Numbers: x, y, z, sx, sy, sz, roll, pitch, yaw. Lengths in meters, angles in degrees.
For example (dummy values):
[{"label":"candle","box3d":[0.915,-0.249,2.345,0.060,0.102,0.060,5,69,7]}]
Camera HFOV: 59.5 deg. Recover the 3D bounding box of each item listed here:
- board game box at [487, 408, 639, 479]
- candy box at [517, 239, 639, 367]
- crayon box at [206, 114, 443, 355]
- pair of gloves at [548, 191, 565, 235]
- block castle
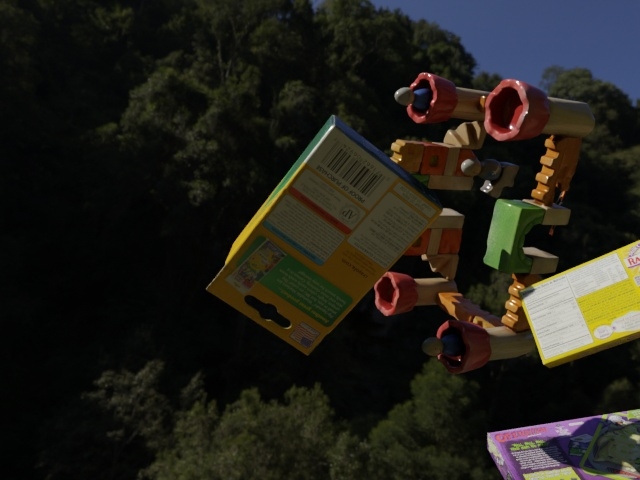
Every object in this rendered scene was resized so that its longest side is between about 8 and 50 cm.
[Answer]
[{"label":"board game box","box3d":[0.510,0.409,1.022,0.347,0.056,0.208,-7,26,-4]},{"label":"candy box","box3d":[0.347,0.068,0.661,0.206,0.105,0.027,-29,-43,29]},{"label":"crayon box","box3d":[0.000,0.000,0.863,0.203,0.323,0.083,36,20,-13]},{"label":"pair of gloves","box3d":[0.441,-0.058,1.043,0.010,0.083,0.074,17,-42,19]},{"label":"block castle","box3d":[0.230,-0.042,0.947,0.213,0.453,0.303,0,19,-25]}]
